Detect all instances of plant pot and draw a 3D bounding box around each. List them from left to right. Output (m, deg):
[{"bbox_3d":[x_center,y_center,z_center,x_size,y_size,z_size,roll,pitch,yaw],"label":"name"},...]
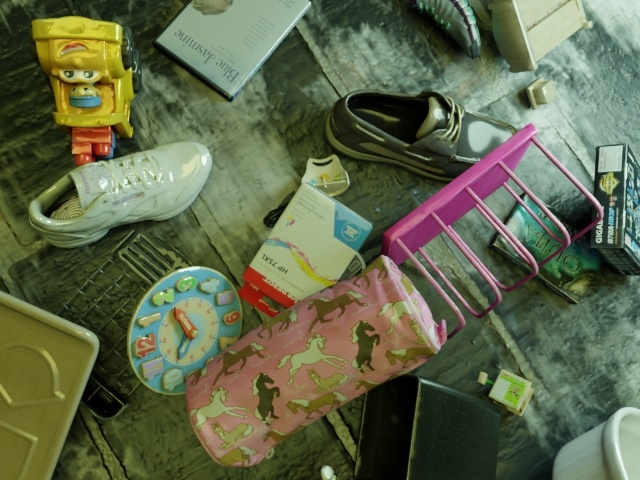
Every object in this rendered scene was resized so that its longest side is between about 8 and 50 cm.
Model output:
[{"bbox_3d":[0.173,0.310,0.939,0.167,0.188,0.187,12,78,-16],"label":"plant pot"}]

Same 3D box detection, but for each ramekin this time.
[{"bbox_3d":[0.483,0.409,0.908,0.277,0.135,0.277,28,39,-25],"label":"ramekin"}]

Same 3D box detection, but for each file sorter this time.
[{"bbox_3d":[0.265,0.000,0.966,0.291,0.202,0.182,-37,75,-8],"label":"file sorter"}]

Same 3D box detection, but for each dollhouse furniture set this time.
[{"bbox_3d":[0.409,-0.482,1.178,0.303,0.174,0.355,-37,115,-23],"label":"dollhouse furniture set"}]

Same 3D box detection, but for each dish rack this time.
[{"bbox_3d":[-0.316,0.122,0.970,0.208,0.074,0.271,41,78,2],"label":"dish rack"}]

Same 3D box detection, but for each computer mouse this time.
[{"bbox_3d":[0.000,0.000,1.037,0.106,0.042,0.193,-42,91,11],"label":"computer mouse"}]

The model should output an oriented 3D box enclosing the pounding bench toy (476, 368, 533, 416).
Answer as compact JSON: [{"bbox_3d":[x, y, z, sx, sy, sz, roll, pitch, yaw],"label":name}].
[{"bbox_3d":[0.311,0.253,1.021,0.083,0.065,0.052,23,76,30],"label":"pounding bench toy"}]

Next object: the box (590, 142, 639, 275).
[{"bbox_3d":[0.520,-0.046,1.029,0.051,0.220,0.175,0,76,38],"label":"box"}]

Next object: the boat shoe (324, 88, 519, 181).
[{"bbox_3d":[0.187,-0.186,1.051,0.356,0.130,0.132,5,79,-5],"label":"boat shoe"}]

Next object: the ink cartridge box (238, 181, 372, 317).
[{"bbox_3d":[-0.032,0.036,0.980,0.134,0.078,0.231,33,97,1],"label":"ink cartridge box"}]

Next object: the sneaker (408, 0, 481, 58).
[{"bbox_3d":[0.228,-0.432,1.141,0.098,0.083,0.223,-22,77,11],"label":"sneaker"}]

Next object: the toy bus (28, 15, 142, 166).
[{"bbox_3d":[-0.371,-0.226,0.961,0.150,0.220,0.211,0,86,-11],"label":"toy bus"}]

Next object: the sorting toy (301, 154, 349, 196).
[{"bbox_3d":[0.007,-0.117,1.067,0.083,0.045,0.075,-8,67,4],"label":"sorting toy"}]

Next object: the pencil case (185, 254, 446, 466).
[{"bbox_3d":[-0.008,0.181,0.893,0.386,0.167,0.160,-33,46,9],"label":"pencil case"}]

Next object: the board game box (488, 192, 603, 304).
[{"bbox_3d":[0.417,0.013,1.091,0.186,0.026,0.126,35,78,1],"label":"board game box"}]

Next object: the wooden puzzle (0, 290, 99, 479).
[{"bbox_3d":[-0.508,0.220,0.888,0.322,0.080,0.347,23,101,5],"label":"wooden puzzle"}]

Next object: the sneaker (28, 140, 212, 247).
[{"bbox_3d":[-0.316,-0.080,0.968,0.305,0.152,0.114,-28,81,-12],"label":"sneaker"}]

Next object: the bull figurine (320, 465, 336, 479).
[{"bbox_3d":[0.009,0.445,0.907,0.310,0.188,0.101,33,42,-7],"label":"bull figurine"}]

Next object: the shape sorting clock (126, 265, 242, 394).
[{"bbox_3d":[-0.204,0.142,0.937,0.206,0.040,0.206,-12,108,-39],"label":"shape sorting clock"}]

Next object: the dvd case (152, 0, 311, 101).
[{"bbox_3d":[-0.161,-0.402,1.110,0.180,0.022,0.253,36,78,1],"label":"dvd case"}]
